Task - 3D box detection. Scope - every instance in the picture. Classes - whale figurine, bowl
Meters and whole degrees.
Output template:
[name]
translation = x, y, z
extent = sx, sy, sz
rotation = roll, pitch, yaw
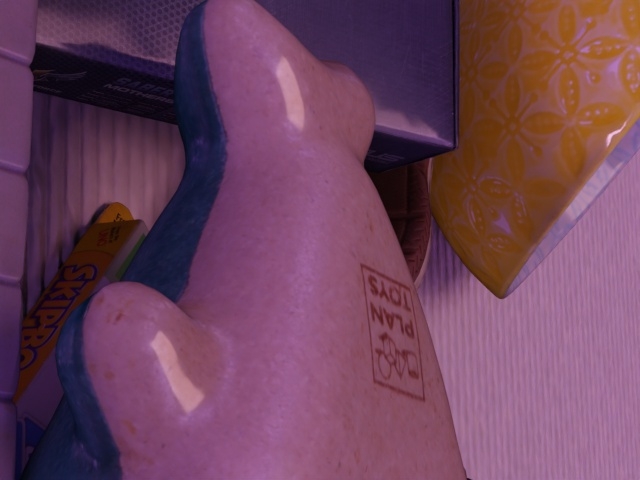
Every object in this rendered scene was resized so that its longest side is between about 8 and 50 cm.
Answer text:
[whale figurine]
translation = -0.035, 0.056, 0.558
extent = 0.216, 0.141, 0.272
rotation = 24, 59, -57
[bowl]
translation = 0.139, -0.124, 0.921
extent = 0.156, 0.289, 0.289
rotation = 39, 31, 9

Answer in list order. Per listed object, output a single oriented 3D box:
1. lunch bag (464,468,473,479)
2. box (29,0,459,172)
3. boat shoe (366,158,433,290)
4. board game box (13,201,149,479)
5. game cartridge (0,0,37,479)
[lunch bag]
translation = 0.129, 0.285, 0.781
extent = 0.256, 0.212, 0.305
rotation = 25, 55, -9
[box]
translation = -0.043, -0.138, 0.651
extent = 0.233, 0.059, 0.183
rotation = 12, 74, -37
[boat shoe]
translation = 0.008, 0.002, 0.753
extent = 0.257, 0.095, 0.095
rotation = -63, 168, -50
[board game box]
translation = -0.098, 0.104, 0.609
extent = 0.124, 0.039, 0.259
rotation = 66, 31, -30
[game cartridge]
translation = -0.214, -0.018, 0.378
extent = 0.355, 0.068, 0.230
rotation = 18, 64, -53
